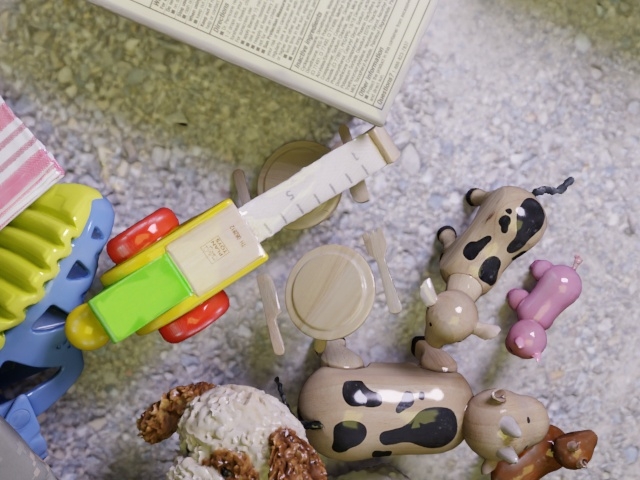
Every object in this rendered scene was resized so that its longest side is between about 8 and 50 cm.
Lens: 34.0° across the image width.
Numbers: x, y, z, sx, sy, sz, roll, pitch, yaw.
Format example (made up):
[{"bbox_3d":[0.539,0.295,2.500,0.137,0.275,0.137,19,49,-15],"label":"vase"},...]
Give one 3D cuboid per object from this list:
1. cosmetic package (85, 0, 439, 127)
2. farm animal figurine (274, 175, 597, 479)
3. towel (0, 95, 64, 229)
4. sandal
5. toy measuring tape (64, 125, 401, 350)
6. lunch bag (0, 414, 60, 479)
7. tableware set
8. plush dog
[{"bbox_3d":[-0.058,-0.227,0.898,0.296,0.129,0.153,23,100,-12],"label":"cosmetic package"},{"bbox_3d":[0.121,0.131,0.981,0.326,0.172,0.330,-16,105,-2],"label":"farm animal figurine"},{"bbox_3d":[-0.341,-0.087,0.933,0.144,0.029,0.197,-41,86,3],"label":"towel"},{"bbox_3d":[-0.276,0.094,0.970,0.138,0.126,0.317,27,96,-43],"label":"sandal"},{"bbox_3d":[-0.083,-0.003,0.938,0.330,0.121,0.121,-33,105,-9],"label":"toy measuring tape"},{"bbox_3d":[-0.332,0.267,0.812,0.287,0.169,0.235,-44,130,-21],"label":"lunch bag"},{"bbox_3d":[0.000,0.000,0.968,0.128,0.039,0.194,-21,71,17],"label":"tableware set"},{"bbox_3d":[-0.068,0.239,0.935,0.210,0.262,0.226,-14,114,-48],"label":"plush dog"}]
